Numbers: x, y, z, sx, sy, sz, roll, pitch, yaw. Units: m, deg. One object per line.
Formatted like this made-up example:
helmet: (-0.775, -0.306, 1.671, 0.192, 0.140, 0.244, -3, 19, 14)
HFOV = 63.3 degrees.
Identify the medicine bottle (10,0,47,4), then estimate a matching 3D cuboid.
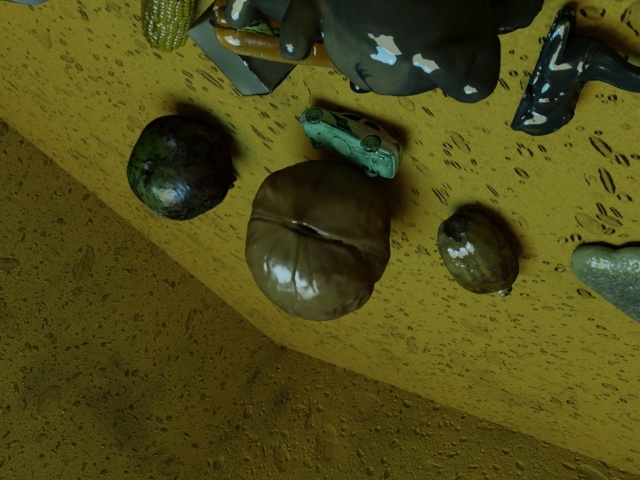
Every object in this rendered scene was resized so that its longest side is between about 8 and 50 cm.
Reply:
medicine bottle: (-0.639, -0.570, 1.054, 0.289, 0.157, 0.157, 20, 156, 26)

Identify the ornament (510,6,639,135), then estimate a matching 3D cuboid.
ornament: (0.385, -0.173, 0.670, 0.236, 0.080, 0.202, 25, 154, 16)

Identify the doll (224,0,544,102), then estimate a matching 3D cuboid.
doll: (0.070, -0.321, 0.555, 0.383, 0.252, 0.378, 22, 158, 6)

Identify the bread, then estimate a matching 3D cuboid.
bread: (0.621, 0.089, 0.965, 0.287, 0.056, 0.207, 32, 160, -4)

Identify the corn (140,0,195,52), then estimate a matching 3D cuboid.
corn: (-0.270, -0.441, 0.932, 0.102, 0.101, 0.310, 35, 157, -10)

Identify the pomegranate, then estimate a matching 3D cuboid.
pomegranate: (-0.344, -0.188, 1.415, 0.285, 0.284, 0.341, 21, -171, 24)

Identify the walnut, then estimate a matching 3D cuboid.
walnut: (0.000, 0.000, 1.162, 0.308, 0.353, 0.398, 26, 173, 20)

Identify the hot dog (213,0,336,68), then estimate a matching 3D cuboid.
hot dog: (-0.032, -0.314, 0.769, 0.250, 0.100, 0.068, -1, -169, -20)

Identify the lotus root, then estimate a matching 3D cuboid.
lotus root: (0.347, 0.041, 1.120, 0.145, 0.128, 0.260, -7, 139, 44)

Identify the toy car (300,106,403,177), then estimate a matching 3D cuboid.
toy car: (0.062, -0.205, 1.032, 0.224, 0.076, 0.090, 31, 161, 23)

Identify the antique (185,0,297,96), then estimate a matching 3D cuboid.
antique: (-0.111, -0.340, 0.855, 0.152, 0.146, 0.148, 45, 166, -31)
